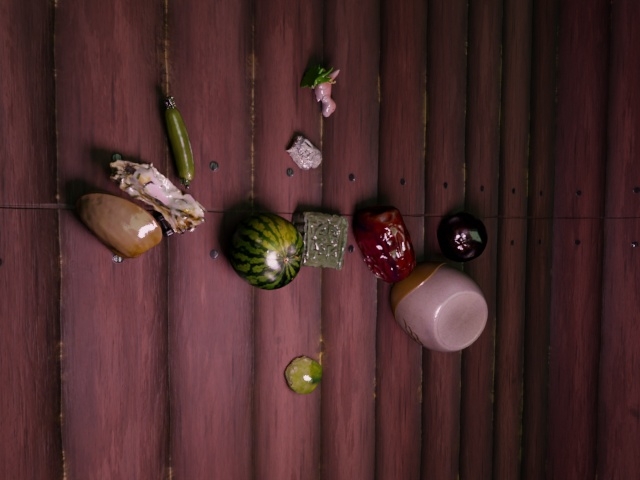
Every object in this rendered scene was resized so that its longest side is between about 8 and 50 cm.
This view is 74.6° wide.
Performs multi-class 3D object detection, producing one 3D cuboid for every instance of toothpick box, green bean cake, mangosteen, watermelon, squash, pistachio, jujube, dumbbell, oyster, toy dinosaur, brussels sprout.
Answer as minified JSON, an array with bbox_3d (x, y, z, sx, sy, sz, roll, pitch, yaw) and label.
[{"bbox_3d":[0.545,0.294,2.012,0.408,0.425,0.409,-5,105,-20],"label":"toothpick box"},{"bbox_3d":[0.000,0.000,1.808,0.255,0.132,0.241,9,84,-34],"label":"green bean cake"},{"bbox_3d":[0.754,-0.022,2.264,0.233,0.287,0.288,-23,107,-2],"label":"mangosteen"},{"bbox_3d":[-0.201,0.037,1.578,0.285,0.285,0.285,-2,93,-34],"label":"watermelon"},{"bbox_3d":[-0.493,-0.340,1.482,0.071,0.080,0.319,-14,101,-25],"label":"squash"},{"bbox_3d":[-0.638,-0.060,1.337,0.212,0.163,0.260,-34,118,20],"label":"pistachio"},{"bbox_3d":[0.297,0.008,1.927,0.258,0.258,0.377,-41,112,-26],"label":"jujube"},{"bbox_3d":[-0.550,-0.055,1.482,0.036,0.040,0.083,-22,106,0],"label":"dumbbell"},{"bbox_3d":[-0.553,-0.145,1.416,0.354,0.107,0.201,46,29,-26],"label":"oyster"},{"bbox_3d":[0.027,-0.648,1.791,0.177,0.152,0.194,20,87,-41],"label":"toy dinosaur"},{"bbox_3d":[-0.065,0.578,1.789,0.149,0.122,0.152,6,90,-37],"label":"brussels sprout"}]

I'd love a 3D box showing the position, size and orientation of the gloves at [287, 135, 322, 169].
[{"bbox_3d":[-0.064,-0.364,1.778,0.153,0.070,0.114,36,72,-32],"label":"gloves"}]
